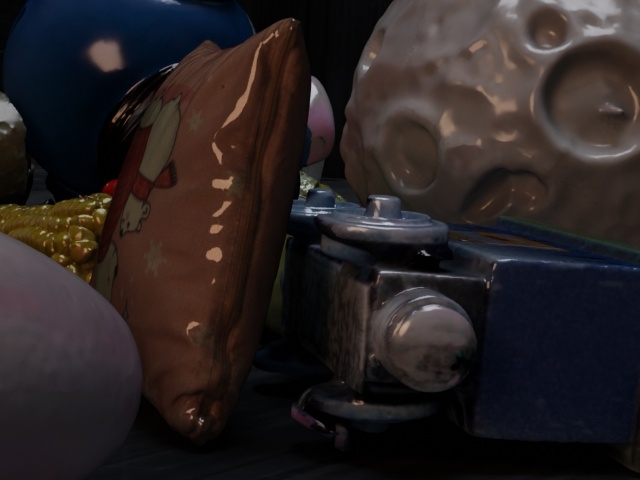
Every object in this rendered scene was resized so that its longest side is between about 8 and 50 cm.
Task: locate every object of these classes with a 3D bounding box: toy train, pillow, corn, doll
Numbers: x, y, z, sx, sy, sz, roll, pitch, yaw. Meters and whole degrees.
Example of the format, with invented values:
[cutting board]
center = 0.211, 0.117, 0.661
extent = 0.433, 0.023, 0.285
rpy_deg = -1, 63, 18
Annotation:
[toy train]
center = 0.074, 0.038, 0.831
extent = 0.202, 0.131, 0.300
rpy_deg = 4, 6, -12
[pillow]
center = -0.072, -0.013, 0.826
extent = 0.084, 0.223, 0.236
rpy_deg = 17, -2, -21
[corn]
center = -0.205, 0.012, 1.099
extent = 0.101, 0.101, 0.292
rpy_deg = -1, 3, -33
[doll]
center = -0.143, -0.118, 1.278
extent = 0.240, 0.284, 0.310
rpy_deg = 8, 35, -36

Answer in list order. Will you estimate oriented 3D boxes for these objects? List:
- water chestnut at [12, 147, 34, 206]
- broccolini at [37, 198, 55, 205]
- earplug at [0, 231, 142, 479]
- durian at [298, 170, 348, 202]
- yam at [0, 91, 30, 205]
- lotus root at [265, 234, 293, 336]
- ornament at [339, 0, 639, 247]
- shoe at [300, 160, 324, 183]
[water chestnut]
center = -0.398, -0.106, 1.377
extent = 0.300, 0.300, 0.300
rpy_deg = 3, 5, 0
[broccolini]
center = -0.171, 0.001, 1.511
extent = 0.074, 0.079, 0.392
rpy_deg = 49, 23, 17
[earplug]
center = -0.187, 0.047, 0.508
extent = 0.172, 0.172, 0.301
rpy_deg = 8, 2, 41
[durian]
center = 0.000, 0.000, 1.462
extent = 0.208, 0.102, 0.146
rpy_deg = 28, 14, 13
[yam]
center = -0.359, -0.035, 1.165
extent = 0.259, 0.106, 0.106
rpy_deg = -23, 20, -34
[lotus root]
center = -0.013, 0.034, 1.099
extent = 0.090, 0.077, 0.183
rpy_deg = 9, 6, -20
[ornament]
center = 0.187, -0.088, 1.165
extent = 0.337, 0.337, 0.337
rpy_deg = 3, 5, 0
[shoe]
center = -0.092, -0.109, 1.616
extent = 0.198, 0.171, 0.351
rpy_deg = 7, 0, -7
